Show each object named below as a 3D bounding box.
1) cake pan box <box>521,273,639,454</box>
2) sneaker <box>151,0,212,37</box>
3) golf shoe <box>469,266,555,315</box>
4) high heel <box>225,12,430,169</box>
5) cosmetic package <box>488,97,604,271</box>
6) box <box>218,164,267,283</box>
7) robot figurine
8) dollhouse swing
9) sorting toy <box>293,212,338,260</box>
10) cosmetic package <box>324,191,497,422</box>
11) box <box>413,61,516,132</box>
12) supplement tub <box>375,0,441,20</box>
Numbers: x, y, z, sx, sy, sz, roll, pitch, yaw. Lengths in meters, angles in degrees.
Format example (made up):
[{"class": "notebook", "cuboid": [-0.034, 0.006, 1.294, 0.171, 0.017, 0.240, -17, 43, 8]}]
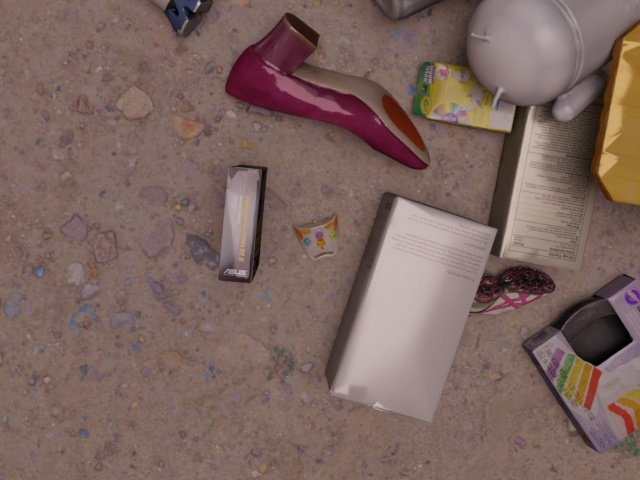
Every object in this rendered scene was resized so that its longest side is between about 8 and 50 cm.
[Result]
[{"class": "cake pan box", "cuboid": [0.554, 0.231, 1.538, 0.246, 0.070, 0.266, -34, 98, -3]}, {"class": "sneaker", "cuboid": [-0.218, -0.521, 1.341, 0.182, 0.127, 0.315, 34, 102, -8]}, {"class": "golf shoe", "cuboid": [0.350, 0.100, 1.514, 0.186, 0.067, 0.086, -5, 136, -13]}, {"class": "high heel", "cuboid": [0.018, -0.222, 1.441, 0.377, 0.127, 0.181, 42, 120, -12]}, {"class": "cosmetic package", "cuboid": [0.411, -0.112, 1.462, 0.160, 0.113, 0.309, 10, 96, -6]}, {"class": "box", "cuboid": [-0.128, -0.035, 1.365, 0.056, 0.231, 0.183, 6, 95, -2]}, {"class": "robot figurine", "cuboid": [0.380, -0.350, 1.321, 0.353, 0.200, 0.300, -35, 104, -26]}, {"class": "dollhouse swing", "cuboid": [0.613, -0.197, 1.396, 0.305, 0.315, 0.346, 9, 96, 6]}, {"class": "sorting toy", "cuboid": [0.000, 0.000, 1.481, 0.083, 0.045, 0.075, -16, 117, -3]}, {"class": "cosmetic package", "cuboid": [0.155, 0.115, 1.445, 0.197, 0.155, 0.365, 19, 95, -6]}, {"class": "box", "cuboid": [0.263, -0.259, 1.457, 0.179, 0.043, 0.105, 11, 96, 2]}, {"class": "supplement tub", "cuboid": [0.225, -0.522, 1.357, 0.316, 0.193, 0.193, -27, 98, -1]}]
